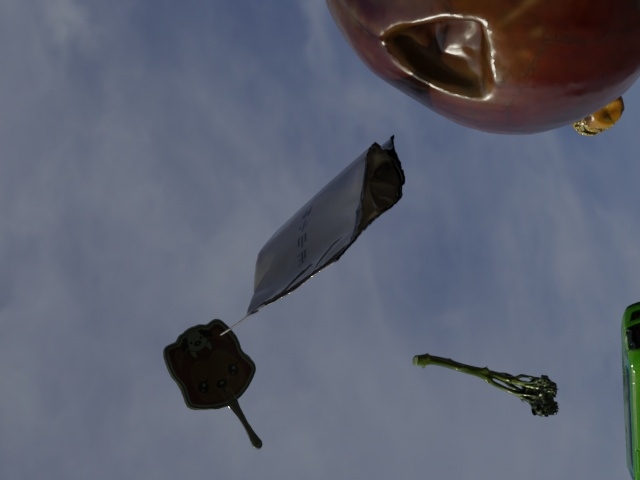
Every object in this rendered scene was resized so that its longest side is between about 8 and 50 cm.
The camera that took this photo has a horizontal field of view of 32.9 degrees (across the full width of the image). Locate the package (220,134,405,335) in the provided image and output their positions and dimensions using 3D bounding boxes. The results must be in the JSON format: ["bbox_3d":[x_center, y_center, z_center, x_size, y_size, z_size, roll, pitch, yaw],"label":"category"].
[{"bbox_3d":[0.000,0.000,1.242,0.062,0.204,0.251,42,-141,-12],"label":"package"}]

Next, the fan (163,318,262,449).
[{"bbox_3d":[-0.151,0.231,1.697,0.132,0.009,0.220,-28,-97,-26],"label":"fan"}]

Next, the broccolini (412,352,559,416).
[{"bbox_3d":[0.204,0.173,1.345,0.052,0.194,0.054,-113,38,-84],"label":"broccolini"}]

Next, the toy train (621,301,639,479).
[{"bbox_3d":[0.329,0.158,1.084,0.042,0.044,0.209,-90,-11,-60],"label":"toy train"}]

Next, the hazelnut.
[{"bbox_3d":[0.212,-0.332,1.282,0.402,0.402,0.429,44,-154,-32],"label":"hazelnut"}]

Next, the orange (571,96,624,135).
[{"bbox_3d":[0.378,-0.187,1.513,0.062,0.086,0.086,-22,-87,-31],"label":"orange"}]
